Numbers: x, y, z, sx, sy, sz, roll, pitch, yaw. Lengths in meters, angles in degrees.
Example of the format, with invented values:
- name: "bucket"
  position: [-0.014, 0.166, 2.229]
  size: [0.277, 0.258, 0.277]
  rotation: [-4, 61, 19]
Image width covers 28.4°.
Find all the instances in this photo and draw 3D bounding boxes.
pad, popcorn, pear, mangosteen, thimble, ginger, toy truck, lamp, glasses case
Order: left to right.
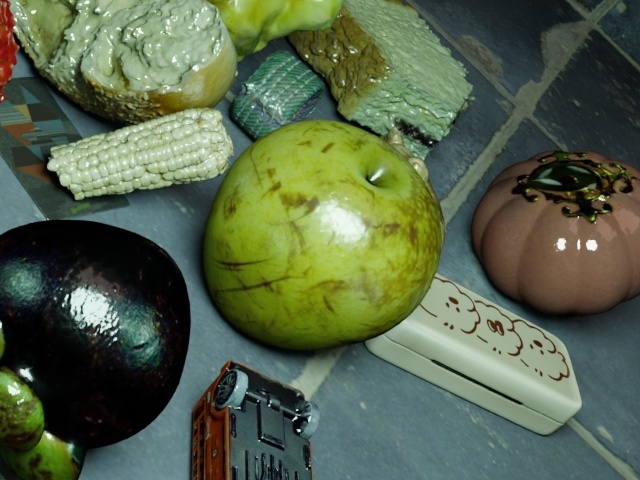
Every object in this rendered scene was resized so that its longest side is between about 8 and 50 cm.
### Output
- name: "pad"
  position: [-0.325, -0.112, 1.486]
  size: [0.211, 0.003, 0.143]
  rotation: [52, 32, 13]
- name: "mangosteen"
  position: [-0.238, 0.097, 1.146]
  size: [0.243, 0.243, 0.243]
  rotation: [30, 33, -22]
- name: "popcorn"
  position: [-0.139, -0.397, 1.780]
  size: [0.274, 0.279, 0.335]
  rotation: [59, 3, -28]
- name: "toy truck"
  position: [-0.068, 0.244, 1.247]
  size: [0.107, 0.114, 0.252]
  rotation: [28, 32, -25]
- name: "thimble"
  position: [-0.063, -0.199, 1.791]
  size: [0.090, 0.118, 0.135]
  rotation: [40, 46, 3]
- name: "pear"
  position: [0.000, 0.000, 1.483]
  size: [0.283, 0.283, 0.283]
  rotation: [30, 33, -22]
- name: "ginger"
  position: [0.130, -0.059, 1.843]
  size: [0.333, 0.081, 0.148]
  rotation: [-102, 173, -48]
- name: "glasses case"
  position: [0.205, 0.143, 1.726]
  size: [0.336, 0.076, 0.144]
  rotation: [27, 35, -26]
- name: "lamp"
  position: [0.385, 0.001, 1.957]
  size: [0.305, 0.239, 0.305]
  rotation: [-2, 35, 2]

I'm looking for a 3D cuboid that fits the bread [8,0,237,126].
- name: "bread"
  position: [-0.245, -0.231, 1.557]
  size: [0.314, 0.171, 0.192]
  rotation: [28, -14, 17]

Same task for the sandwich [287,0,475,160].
- name: "sandwich"
  position: [0.110, -0.273, 2.055]
  size: [0.262, 0.131, 0.325]
  rotation: [8, 39, -46]

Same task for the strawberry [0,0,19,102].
- name: "strawberry"
  position: [-0.419, -0.233, 1.301]
  size: [0.234, 0.178, 0.234]
  rotation: [5, 77, -21]

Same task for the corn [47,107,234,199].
- name: "corn"
  position: [-0.206, -0.094, 1.467]
  size: [0.211, 0.087, 0.087]
  rotation: [-14, 52, -5]
